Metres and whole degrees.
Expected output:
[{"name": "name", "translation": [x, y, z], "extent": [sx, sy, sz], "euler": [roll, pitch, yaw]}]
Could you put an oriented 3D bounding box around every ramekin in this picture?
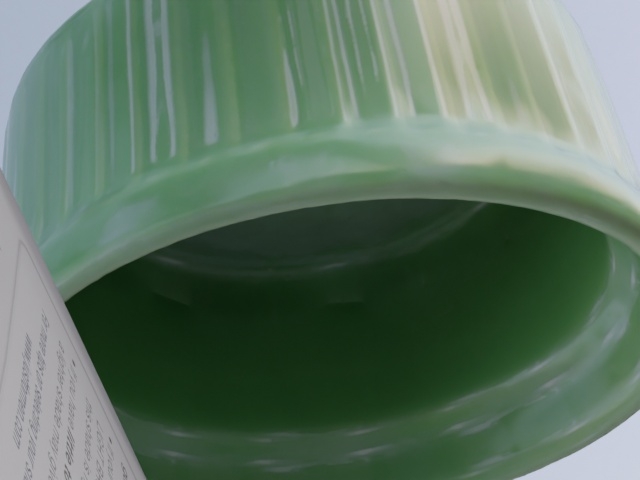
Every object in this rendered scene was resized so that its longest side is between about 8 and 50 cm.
[{"name": "ramekin", "translation": [0.000, 0.000, 0.767], "extent": [0.303, 0.148, 0.303], "euler": [-6, -31, -4]}]

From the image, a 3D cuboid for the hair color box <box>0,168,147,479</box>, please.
[{"name": "hair color box", "translation": [-0.081, 0.141, 0.446], "extent": [0.105, 0.174, 0.347], "euler": [-20, -65, 4]}]
